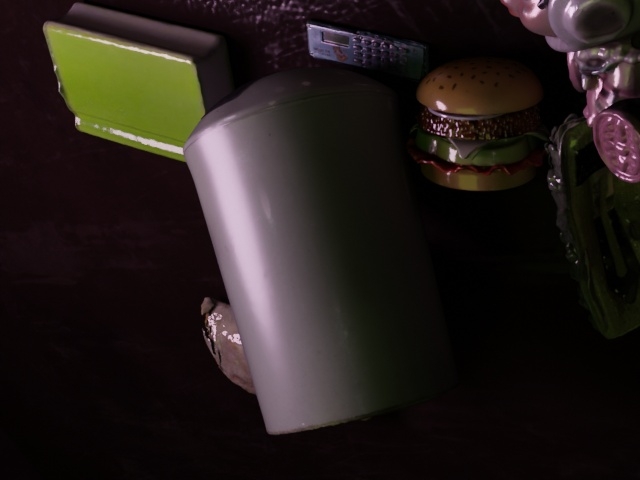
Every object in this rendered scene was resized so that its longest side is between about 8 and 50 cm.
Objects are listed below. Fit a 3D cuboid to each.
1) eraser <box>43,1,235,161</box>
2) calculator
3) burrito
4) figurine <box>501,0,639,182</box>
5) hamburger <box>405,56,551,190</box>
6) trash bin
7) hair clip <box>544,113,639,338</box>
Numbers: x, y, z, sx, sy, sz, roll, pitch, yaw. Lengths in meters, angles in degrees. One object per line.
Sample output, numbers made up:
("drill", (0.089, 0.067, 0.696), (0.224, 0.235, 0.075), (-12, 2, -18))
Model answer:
("eraser", (-0.261, -0.228, 1.361), (0.274, 0.092, 0.210), (16, 136, 23))
("calculator", (0.058, -0.241, 1.162), (0.172, 0.018, 0.057), (19, 135, 24))
("burrito", (-0.063, 0.226, 1.639), (0.348, 0.107, 0.175), (17, 123, 21))
("figurine", (0.271, -0.259, 0.837), (0.211, 0.253, 0.361), (-31, 118, 8))
("hamburger", (0.183, -0.142, 1.053), (0.175, 0.175, 0.137), (12, 121, 29))
("trash bin", (0.000, 0.000, 1.135), (0.280, 0.280, 0.432), (-21, 81, 46))
("hair clip", (0.335, -0.029, 1.084), (0.091, 0.138, 0.321), (50, 165, 58))
